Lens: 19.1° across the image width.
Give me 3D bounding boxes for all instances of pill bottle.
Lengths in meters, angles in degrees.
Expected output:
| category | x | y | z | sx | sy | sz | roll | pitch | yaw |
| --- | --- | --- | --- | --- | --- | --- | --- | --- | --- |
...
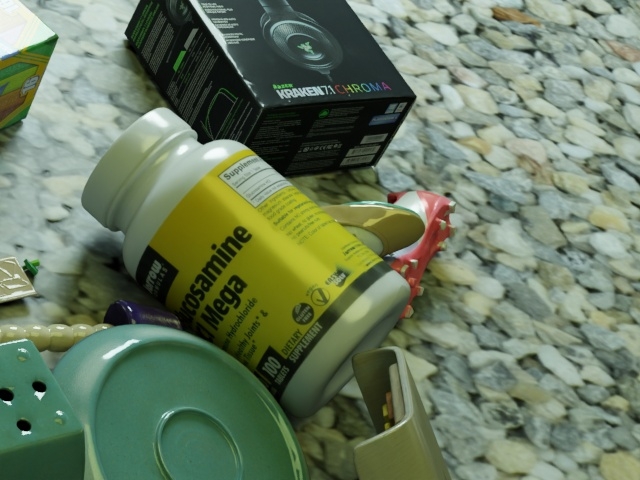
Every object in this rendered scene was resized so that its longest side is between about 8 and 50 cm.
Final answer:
| category | x | y | z | sx | sy | sz | roll | pitch | yaw |
| --- | --- | --- | --- | --- | --- | --- | --- | --- | --- |
| pill bottle | -0.085 | 0.016 | 2.011 | 0.334 | 0.188 | 0.188 | 40 | 39 | 11 |

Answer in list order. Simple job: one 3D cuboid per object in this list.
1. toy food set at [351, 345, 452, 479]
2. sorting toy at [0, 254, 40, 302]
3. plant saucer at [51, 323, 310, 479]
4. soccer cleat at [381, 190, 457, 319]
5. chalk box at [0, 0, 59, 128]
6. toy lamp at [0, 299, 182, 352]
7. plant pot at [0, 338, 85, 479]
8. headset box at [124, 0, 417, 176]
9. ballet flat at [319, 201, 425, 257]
| category | x | y | z | sx | sy | sz | roll | pitch | yaw |
| --- | --- | --- | --- | --- | --- | --- | --- | --- | --- |
| toy food set | 0.077 | 0.243 | 1.801 | 0.306 | 0.092 | 0.219 | -93 | 162 | -78 |
| sorting toy | -0.320 | 0.040 | 1.971 | 0.083 | 0.012 | 0.062 | -12 | 51 | -37 |
| plant saucer | -0.125 | 0.213 | 1.827 | 0.318 | 0.044 | 0.317 | 26 | 46 | -29 |
| soccer cleat | 0.079 | 0.022 | 2.214 | 0.095 | 0.083 | 0.248 | 11 | 39 | 23 |
| chalk box | -0.413 | -0.184 | 2.055 | 0.132 | 0.132 | 0.213 | 42 | 41 | 13 |
| toy lamp | -0.269 | 0.096 | 1.895 | 0.275 | 0.080 | 0.080 | 3 | 47 | -30 |
| plant pot | -0.305 | 0.204 | 1.631 | 0.165 | 0.234 | 0.165 | -11 | 56 | -40 |
| headset box | -0.067 | -0.222 | 2.320 | 0.246 | 0.131 | 0.283 | -7 | 52 | -39 |
| ballet flat | 0.000 | 0.000 | 2.134 | 0.232 | 0.080 | 0.073 | 3 | 49 | 13 |
